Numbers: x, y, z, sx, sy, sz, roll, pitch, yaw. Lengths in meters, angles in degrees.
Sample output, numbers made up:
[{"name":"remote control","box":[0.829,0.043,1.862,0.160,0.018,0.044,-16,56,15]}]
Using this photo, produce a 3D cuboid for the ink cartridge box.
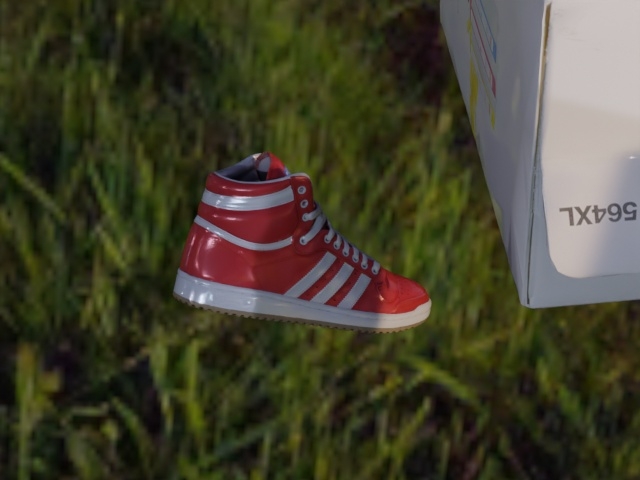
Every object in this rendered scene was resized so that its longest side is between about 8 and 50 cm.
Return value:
[{"name":"ink cartridge box","box":[0.085,-0.054,0.447,0.092,0.090,0.143,-6,40,-4]}]

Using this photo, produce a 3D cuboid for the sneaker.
[{"name":"sneaker","box":[0.000,0.000,0.767,0.118,0.067,0.042,7,10,-30]}]
